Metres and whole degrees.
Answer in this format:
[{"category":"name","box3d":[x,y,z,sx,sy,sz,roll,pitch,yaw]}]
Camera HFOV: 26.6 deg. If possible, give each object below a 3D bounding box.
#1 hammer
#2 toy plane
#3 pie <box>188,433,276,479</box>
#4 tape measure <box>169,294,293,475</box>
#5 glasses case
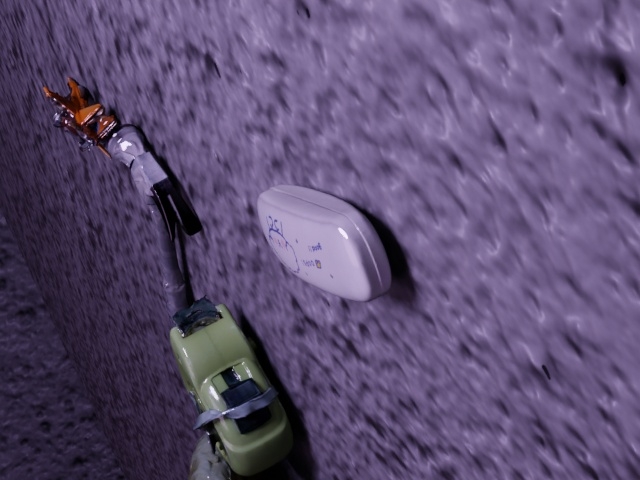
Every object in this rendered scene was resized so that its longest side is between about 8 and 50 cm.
[{"category":"hammer","box3d":[-0.190,0.032,1.697,0.152,0.044,0.427,52,160,28]},{"category":"toy plane","box3d":[-0.306,-0.159,1.700,0.135,0.062,0.188,43,179,-36]},{"category":"pie","box3d":[-0.092,0.370,1.674,0.306,0.071,0.306,-18,-90,-78]},{"category":"tape measure","box3d":[-0.105,0.187,1.572,0.175,0.106,0.200,56,163,28]},{"category":"glasses case","box3d":[0.000,0.000,1.109,0.197,0.049,0.076,24,138,62]}]
